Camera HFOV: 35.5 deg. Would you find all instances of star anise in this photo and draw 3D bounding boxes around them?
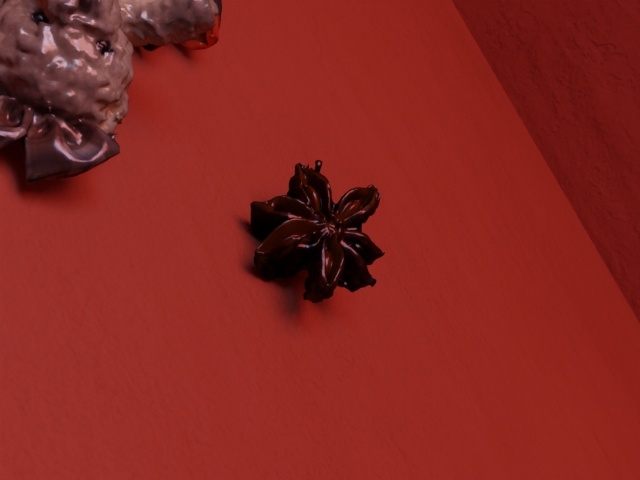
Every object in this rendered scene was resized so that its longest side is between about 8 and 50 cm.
[{"bbox_3d":[0.000,0.000,1.400,0.190,0.126,0.220,34,48,21],"label":"star anise"}]

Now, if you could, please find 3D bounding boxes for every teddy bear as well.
[{"bbox_3d":[-0.269,-0.306,1.159,0.327,0.375,0.362,24,25,-22],"label":"teddy bear"}]

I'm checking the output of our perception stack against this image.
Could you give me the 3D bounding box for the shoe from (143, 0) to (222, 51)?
[{"bbox_3d":[-0.263,-0.354,1.422,0.336,0.132,0.171,18,54,-50],"label":"shoe"}]
